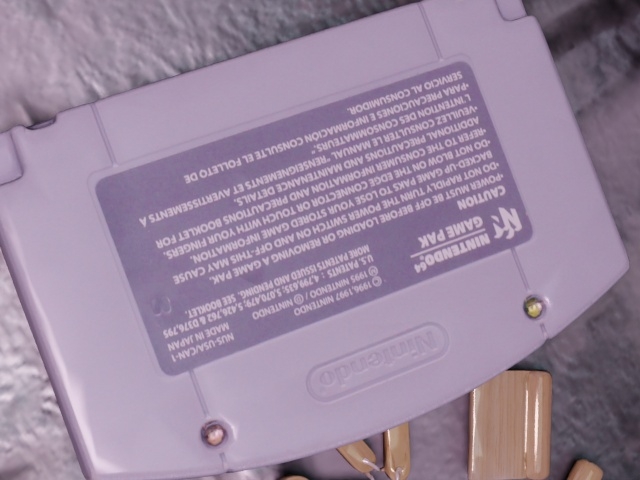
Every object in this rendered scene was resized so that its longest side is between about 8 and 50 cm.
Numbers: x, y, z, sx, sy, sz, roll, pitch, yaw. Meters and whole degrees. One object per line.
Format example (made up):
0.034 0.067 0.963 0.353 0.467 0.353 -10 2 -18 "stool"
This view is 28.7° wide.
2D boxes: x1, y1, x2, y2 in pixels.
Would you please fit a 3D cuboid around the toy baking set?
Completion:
0.036 0.169 0.662 0.196 0.030 0.256 28 82 -14 "toy baking set"

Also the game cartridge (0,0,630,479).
0.000 0.000 0.619 0.294 0.060 0.196 -19 84 -17 "game cartridge"
